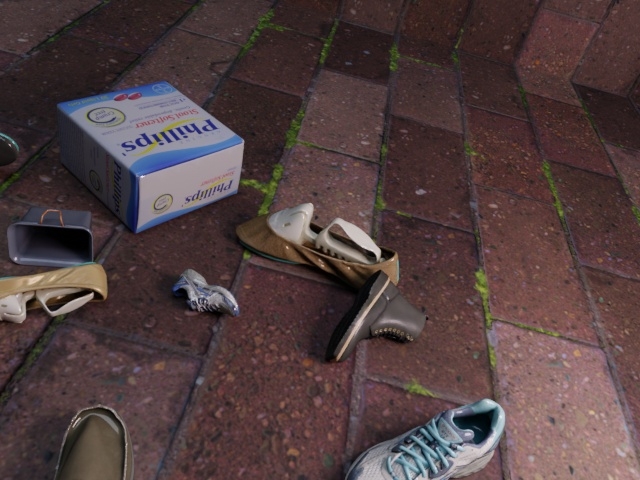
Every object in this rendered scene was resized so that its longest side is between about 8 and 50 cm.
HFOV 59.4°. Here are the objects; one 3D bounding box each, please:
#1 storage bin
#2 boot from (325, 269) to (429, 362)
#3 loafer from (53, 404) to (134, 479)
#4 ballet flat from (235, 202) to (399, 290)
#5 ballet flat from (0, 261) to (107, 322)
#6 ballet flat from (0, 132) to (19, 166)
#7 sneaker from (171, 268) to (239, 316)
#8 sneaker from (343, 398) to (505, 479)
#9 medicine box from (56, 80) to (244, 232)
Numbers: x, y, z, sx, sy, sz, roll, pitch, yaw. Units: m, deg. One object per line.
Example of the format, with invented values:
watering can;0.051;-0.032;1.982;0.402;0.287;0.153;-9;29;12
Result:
storage bin;-0.470;-0.018;0.997;0.135;0.098;0.091;4;31;-15
boot;0.109;0.164;0.999;0.137;0.077;0.198;41;62;-8
loafer;-0.277;0.304;0.684;0.094;0.087;0.251;1;42;-19
ballet flat;0.000;0.000;1.104;0.342;0.124;0.116;23;39;9
ballet flat;-0.455;0.090;0.886;0.232;0.080;0.073;-14;63;-30
ballet flat;-0.735;-0.179;1.099;0.281;0.095;0.096;13;48;12
sneaker;-0.203;0.105;0.980;0.135;0.052;0.058;25;50;22
sneaker;0.153;0.300;0.808;0.283;0.122;0.110;-16;49;-33
medicine box;-0.356;-0.188;1.183;0.289;0.149;0.263;38;44;25
